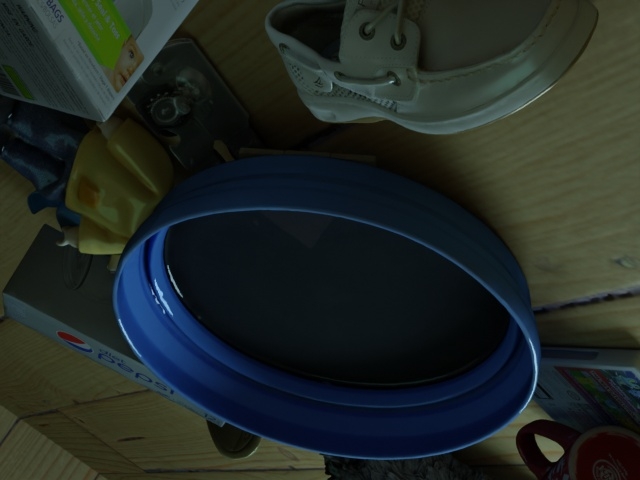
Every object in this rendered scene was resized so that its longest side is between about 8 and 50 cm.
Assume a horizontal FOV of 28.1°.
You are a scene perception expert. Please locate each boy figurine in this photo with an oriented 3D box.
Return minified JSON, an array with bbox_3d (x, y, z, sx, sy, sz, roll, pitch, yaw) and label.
[{"bbox_3d":[-0.221,-0.047,1.314,0.285,0.092,0.177,35,123,4],"label":"boy figurine"}]

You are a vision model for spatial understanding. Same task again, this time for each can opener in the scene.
[{"bbox_3d":[-0.088,-0.083,1.178,0.283,0.076,0.095,53,-178,-41],"label":"can opener"}]

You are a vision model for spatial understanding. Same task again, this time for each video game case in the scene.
[{"bbox_3d":[0.290,0.168,1.231,0.201,0.023,0.183,45,155,-25],"label":"video game case"}]

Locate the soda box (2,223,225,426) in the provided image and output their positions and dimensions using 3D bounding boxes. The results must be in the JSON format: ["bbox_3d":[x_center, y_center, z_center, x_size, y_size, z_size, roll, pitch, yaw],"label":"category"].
[{"bbox_3d":[-0.210,0.097,1.445,0.286,0.098,0.091,28,158,0],"label":"soda box"}]

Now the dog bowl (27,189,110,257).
[{"bbox_3d":[-0.242,0.003,1.520,0.166,0.074,0.297,26,156,15],"label":"dog bowl"}]

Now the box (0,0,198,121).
[{"bbox_3d":[-0.140,-0.194,0.814,0.103,0.203,0.114,17,151,32],"label":"box"}]

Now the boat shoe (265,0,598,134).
[{"bbox_3d":[0.052,-0.132,0.827,0.096,0.098,0.277,44,156,-28],"label":"boat shoe"}]

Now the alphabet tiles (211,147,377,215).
[{"bbox_3d":[0.000,0.000,1.165,0.198,0.009,0.237,4,142,11],"label":"alphabet tiles"}]

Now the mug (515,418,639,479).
[{"bbox_3d":[0.254,0.247,1.269,0.150,0.113,0.169,27,153,10],"label":"mug"}]

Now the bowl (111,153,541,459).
[{"bbox_3d":[0.007,0.068,1.172,0.391,0.077,0.391,9,143,7],"label":"bowl"}]

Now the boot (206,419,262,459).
[{"bbox_3d":[-0.111,0.177,1.576,0.077,0.213,0.165,-8,159,-8],"label":"boot"}]

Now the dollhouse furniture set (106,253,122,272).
[{"bbox_3d":[-0.178,0.066,1.347,0.091,0.081,0.114,1,-163,-13],"label":"dollhouse furniture set"}]

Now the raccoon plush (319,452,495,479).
[{"bbox_3d":[0.142,0.318,1.521,0.299,0.216,0.446,-7,136,46],"label":"raccoon plush"}]
